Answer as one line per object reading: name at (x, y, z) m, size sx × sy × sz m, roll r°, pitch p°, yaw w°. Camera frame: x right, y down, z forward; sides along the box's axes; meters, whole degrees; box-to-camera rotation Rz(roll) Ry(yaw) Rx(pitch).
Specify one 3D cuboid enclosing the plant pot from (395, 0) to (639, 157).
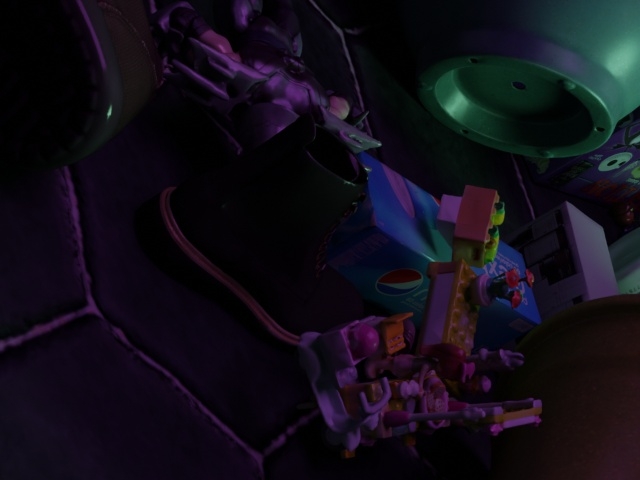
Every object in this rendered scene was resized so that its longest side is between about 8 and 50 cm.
plant pot at (0.187, -0.194, 1.578) m, size 0.293 × 0.293 × 0.196 m, roll 36°, pitch 62°, yaw -37°

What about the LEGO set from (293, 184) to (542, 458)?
LEGO set at (0.097, 0.064, 1.210) m, size 0.287 × 0.107 × 0.132 m, roll -40°, pitch 118°, yaw -54°

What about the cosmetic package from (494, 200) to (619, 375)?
cosmetic package at (0.192, 0.092, 1.450) m, size 0.060 × 0.099 × 0.239 m, roll 31°, pitch 38°, yaw -39°

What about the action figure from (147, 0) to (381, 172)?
action figure at (-0.043, -0.138, 1.285) m, size 0.185 × 0.099 × 0.285 m, roll 37°, pitch 33°, yaw -35°

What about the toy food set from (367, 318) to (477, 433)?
toy food set at (0.077, 0.093, 1.339) m, size 0.122 × 0.019 × 0.078 m, roll 23°, pitch 44°, yaw -49°

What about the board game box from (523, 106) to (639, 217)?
board game box at (0.367, -0.096, 1.814) m, size 0.347 × 0.208 × 0.056 m, roll 12°, pitch 55°, yaw -54°

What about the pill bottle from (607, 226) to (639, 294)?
pill bottle at (0.330, 0.083, 1.674) m, size 0.186 × 0.112 × 0.112 m, roll 54°, pitch 27°, yaw -9°

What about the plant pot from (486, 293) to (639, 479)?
plant pot at (0.199, 0.216, 1.196) m, size 0.276 × 0.276 × 0.254 m, roll 53°, pitch 39°, yaw -10°

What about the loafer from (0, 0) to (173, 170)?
loafer at (-0.197, -0.214, 1.096) m, size 0.130 × 0.134 × 0.365 m, roll -12°, pitch 82°, yaw -66°

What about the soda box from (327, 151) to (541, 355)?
soda box at (0.075, 0.015, 1.365) m, size 0.210 × 0.067 × 0.071 m, roll 31°, pitch 38°, yaw -44°

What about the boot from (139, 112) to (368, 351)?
boot at (0.000, 0.000, 1.178) m, size 0.198 × 0.137 × 0.076 m, roll 28°, pitch 40°, yaw -47°

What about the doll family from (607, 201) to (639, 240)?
doll family at (0.337, 0.006, 1.801) m, size 0.193 × 0.076 × 0.111 m, roll -21°, pitch 100°, yaw -67°
